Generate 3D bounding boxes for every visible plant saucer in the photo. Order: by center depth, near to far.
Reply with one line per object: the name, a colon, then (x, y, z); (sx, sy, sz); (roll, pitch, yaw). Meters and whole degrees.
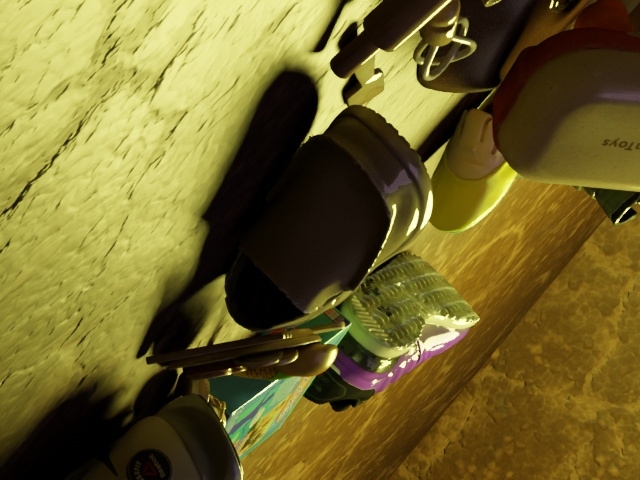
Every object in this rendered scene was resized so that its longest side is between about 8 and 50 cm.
plant saucer: (0.196, -0.227, 1.570); (0.310, 0.050, 0.310); (-46, 170, -11)

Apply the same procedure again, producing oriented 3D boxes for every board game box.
board game box: (-0.073, 0.151, 1.811); (0.210, 0.047, 0.160); (-33, 160, -53)

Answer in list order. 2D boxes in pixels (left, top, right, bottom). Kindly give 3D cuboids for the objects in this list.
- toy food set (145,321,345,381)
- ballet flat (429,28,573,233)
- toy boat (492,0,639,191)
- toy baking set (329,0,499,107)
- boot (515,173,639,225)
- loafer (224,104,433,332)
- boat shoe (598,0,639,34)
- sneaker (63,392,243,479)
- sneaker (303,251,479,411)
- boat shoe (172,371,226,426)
toy food set: (-0.054, 0.096, 1.554); (0.132, 0.039, 0.192); (-11, 177, 15)
ballet flat: (0.167, -0.112, 1.821); (0.231, 0.077, 0.077); (-49, 148, -12)
toy boat: (0.248, -0.133, 1.616); (0.231, 0.151, 0.151); (5, 143, -21)
toy baking set: (0.092, -0.155, 1.340); (0.256, 0.030, 0.196); (-40, 167, 25)
boot: (0.246, -0.075, 1.975); (0.246, 0.161, 0.083); (-33, 161, -54)
loafer: (0.000, 0.000, 1.433); (0.092, 0.102, 0.268); (-41, 169, -30)
boat shoe: (0.385, -0.265, 1.975); (0.324, 0.120, 0.122); (-50, 169, 7)
sneaker: (-0.164, 0.228, 1.604); (0.146, 0.122, 0.330); (-27, 161, -20)
sneaker: (0.055, 0.104, 2.042); (0.146, 0.102, 0.293); (-48, 165, 21)
boat shoe: (-0.100, 0.146, 1.644); (0.135, 0.045, 0.050); (111, -17, -62)
